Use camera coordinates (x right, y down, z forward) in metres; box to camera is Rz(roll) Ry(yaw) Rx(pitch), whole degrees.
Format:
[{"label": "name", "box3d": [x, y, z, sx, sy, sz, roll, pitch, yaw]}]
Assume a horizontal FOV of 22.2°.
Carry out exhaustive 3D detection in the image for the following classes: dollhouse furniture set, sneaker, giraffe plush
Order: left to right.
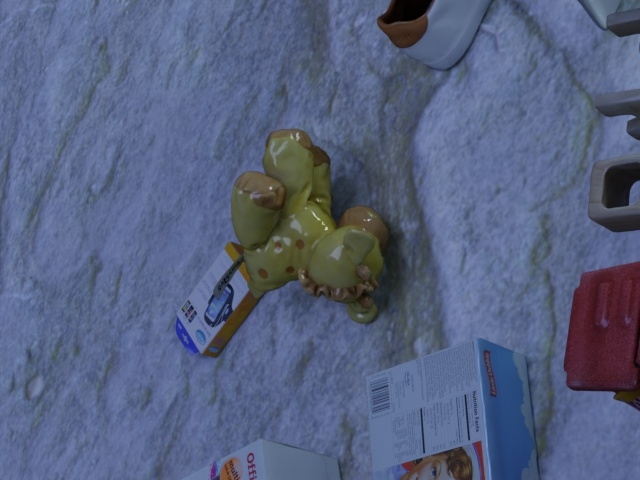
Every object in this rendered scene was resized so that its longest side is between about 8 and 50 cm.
[{"label": "giraffe plush", "box3d": [0.000, 0.000, 1.824, 0.170, 0.181, 0.210, 19, 77, 26]}, {"label": "sneaker", "box3d": [0.156, -0.341, 1.814, 0.106, 0.123, 0.290, 24, 91, 49]}, {"label": "dollhouse furniture set", "box3d": [0.351, -0.011, 1.447, 0.152, 0.201, 0.374, -9, 62, 43]}]

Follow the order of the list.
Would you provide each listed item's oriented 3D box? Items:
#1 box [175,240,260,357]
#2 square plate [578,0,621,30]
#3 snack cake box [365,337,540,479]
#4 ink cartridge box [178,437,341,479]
[{"label": "box", "box3d": [-0.124, 0.078, 1.997, 0.136, 0.028, 0.081, -54, 45, 18]}, {"label": "square plate", "box3d": [0.278, -0.407, 1.558, 0.049, 0.347, 0.344, 24, 92, 27]}, {"label": "snack cake box", "box3d": [0.136, 0.247, 1.629, 0.152, 0.089, 0.264, -22, 60, 36]}, {"label": "ink cartridge box", "box3d": [-0.074, 0.313, 1.782, 0.176, 0.127, 0.128, -31, 54, 32]}]
